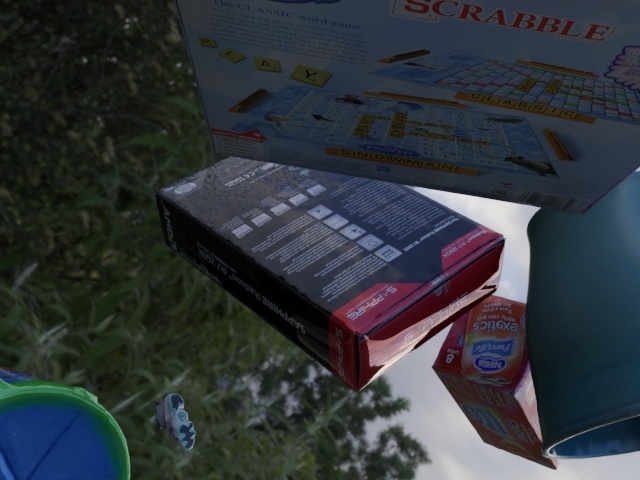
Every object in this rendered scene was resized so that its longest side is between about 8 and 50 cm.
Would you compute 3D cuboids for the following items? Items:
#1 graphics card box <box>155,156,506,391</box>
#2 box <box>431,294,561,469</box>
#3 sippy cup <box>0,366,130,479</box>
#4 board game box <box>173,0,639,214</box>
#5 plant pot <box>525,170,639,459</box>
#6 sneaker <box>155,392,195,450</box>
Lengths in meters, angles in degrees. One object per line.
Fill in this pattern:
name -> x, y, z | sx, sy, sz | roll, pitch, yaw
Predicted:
graphics card box -> 0.000, 0.000, 0.961 | 0.371, 0.233, 0.094 | 32, -40, 37
box -> 0.264, 0.193, 1.101 | 0.123, 0.128, 0.257 | 13, -27, 37
sippy cup -> -0.370, 0.249, 0.924 | 0.224, 0.240, 0.305 | 13, -89, 53
board game box -> 0.075, -0.116, 0.529 | 0.318, 0.319, 0.065 | 100, 0, -75
plant pot -> 0.338, 0.076, 0.863 | 0.271, 0.272, 0.255 | 106, -23, -63
sneaker -> -0.249, 0.311, 1.350 | 0.069, 0.038, 0.098 | -33, -114, 33
